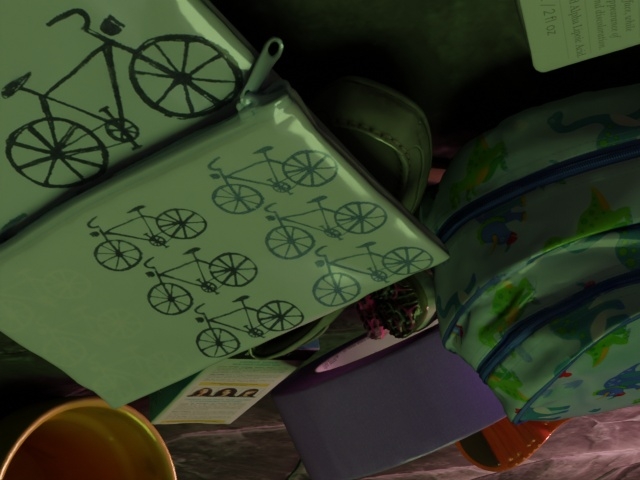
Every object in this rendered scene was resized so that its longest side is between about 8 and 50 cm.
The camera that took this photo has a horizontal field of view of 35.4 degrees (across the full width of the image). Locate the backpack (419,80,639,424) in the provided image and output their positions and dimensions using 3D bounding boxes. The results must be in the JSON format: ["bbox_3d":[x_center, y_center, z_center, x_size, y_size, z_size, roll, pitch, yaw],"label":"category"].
[{"bbox_3d":[0.251,-0.001,0.731,0.355,0.273,0.290,8,157,-8],"label":"backpack"}]

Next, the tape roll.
[{"bbox_3d":[0.095,0.121,0.934,0.274,0.090,0.275,-26,179,-1],"label":"tape roll"}]

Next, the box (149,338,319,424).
[{"bbox_3d":[-0.100,0.130,1.062,0.100,0.060,0.244,5,151,-27],"label":"box"}]

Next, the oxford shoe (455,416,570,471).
[{"bbox_3d":[0.306,0.141,1.192,0.363,0.130,0.132,-41,173,37],"label":"oxford shoe"}]

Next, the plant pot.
[{"bbox_3d":[-0.337,0.314,1.183,0.239,0.254,0.254,-10,159,42],"label":"plant pot"}]

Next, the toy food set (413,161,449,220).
[{"bbox_3d":[0.082,-0.001,0.875,0.132,0.038,0.192,3,152,-24],"label":"toy food set"}]

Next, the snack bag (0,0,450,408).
[{"bbox_3d":[-0.141,-0.029,0.626,0.323,0.037,0.342,-24,130,28],"label":"snack bag"}]

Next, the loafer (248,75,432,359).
[{"bbox_3d":[0.000,0.000,0.744,0.112,0.111,0.319,23,150,1],"label":"loafer"}]

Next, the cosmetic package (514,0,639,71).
[{"bbox_3d":[0.206,-0.176,0.505,0.231,0.085,0.117,-14,154,14],"label":"cosmetic package"}]

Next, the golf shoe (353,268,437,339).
[{"bbox_3d":[0.078,0.040,0.858,0.086,0.067,0.186,-23,178,-8],"label":"golf shoe"}]
